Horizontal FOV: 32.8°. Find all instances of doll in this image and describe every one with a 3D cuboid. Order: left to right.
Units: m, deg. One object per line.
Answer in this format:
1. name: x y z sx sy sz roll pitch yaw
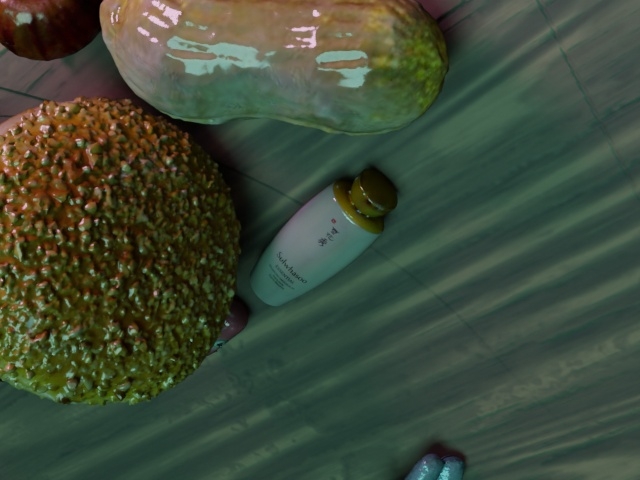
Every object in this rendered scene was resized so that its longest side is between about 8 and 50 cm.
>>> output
1. doll: 0.093 0.300 1.199 0.120 0.075 0.179 14 108 -22

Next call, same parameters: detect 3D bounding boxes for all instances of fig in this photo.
1. fig: -0.243 -0.213 0.981 0.128 0.128 0.150 -3 139 24

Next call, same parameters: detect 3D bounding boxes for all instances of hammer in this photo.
1. hammer: -0.112 0.095 1.167 0.043 0.043 0.083 46 125 -9

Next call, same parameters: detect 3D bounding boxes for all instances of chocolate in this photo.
1. chocolate: -0.043 -0.158 0.923 0.309 0.134 0.134 11 124 15

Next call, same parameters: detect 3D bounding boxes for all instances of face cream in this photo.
1. face cream: 0.000 0.000 1.053 0.072 0.051 0.182 46 125 -5

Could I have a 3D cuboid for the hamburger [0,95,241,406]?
1. hamburger: -0.212 0.010 1.006 0.170 0.302 0.302 -7 119 46
